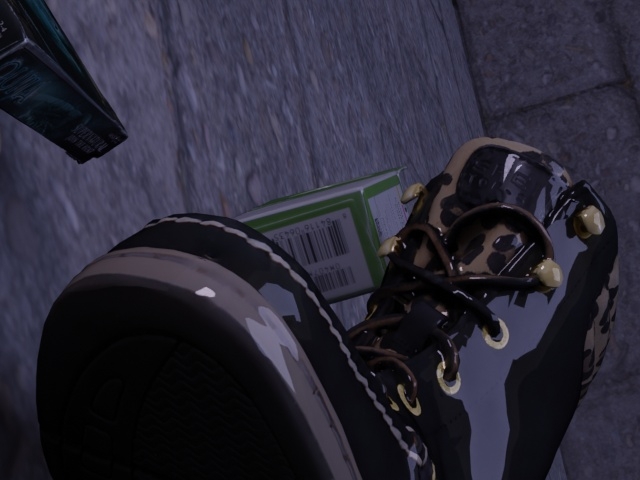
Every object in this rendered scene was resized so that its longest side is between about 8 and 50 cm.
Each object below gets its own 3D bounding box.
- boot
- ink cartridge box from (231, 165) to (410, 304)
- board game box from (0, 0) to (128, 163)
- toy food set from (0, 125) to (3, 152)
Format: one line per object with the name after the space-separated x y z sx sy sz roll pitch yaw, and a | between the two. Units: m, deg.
0.034 0.060 0.604 0.284 0.138 0.377 -59 143 -33 | boot
0.000 0.000 0.846 0.209 0.109 0.062 -34 108 -77 | ink cartridge box
-0.122 -0.096 0.462 0.126 0.026 0.186 58 -1 3 | board game box
-0.137 0.024 0.265 0.220 0.092 0.306 59 20 -48 | toy food set
